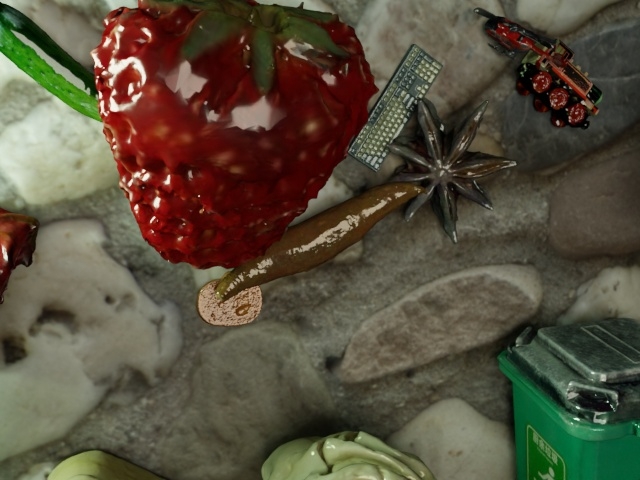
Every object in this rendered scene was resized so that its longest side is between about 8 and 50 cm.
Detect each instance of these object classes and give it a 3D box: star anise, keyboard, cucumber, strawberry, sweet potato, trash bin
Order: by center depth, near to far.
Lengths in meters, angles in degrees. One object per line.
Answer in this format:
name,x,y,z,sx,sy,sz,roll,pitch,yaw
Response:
strawberry,-0.113,-0.108,0.885,0.317,0.295,0.345,-10,123,-39
cucumber,-0.334,-0.219,0.918,0.250,0.056,0.056,40,89,-18
sweet potato,0.000,0.000,1.019,0.314,0.066,0.072,-24,137,-2
star anise,0.178,-0.106,1.042,0.180,0.061,0.205,-32,106,15
keyboard,0.103,-0.183,1.044,0.055,0.014,0.176,32,92,-19
trash bin,0.430,0.320,1.094,0.295,0.259,0.381,-5,107,-12

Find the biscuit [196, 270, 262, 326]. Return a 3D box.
biscuit,-0.125,0.080,1.036,0.091,0.015,0.078,3,97,-14

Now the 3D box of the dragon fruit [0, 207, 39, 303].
dragon fruit,-0.435,0.095,0.844,0.302,0.330,0.240,-36,127,-7

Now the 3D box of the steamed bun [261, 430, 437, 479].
steamed bun,0.074,0.371,0.990,0.203,0.289,0.276,-38,102,-8

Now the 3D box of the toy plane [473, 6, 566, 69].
toy plane,0.274,-0.273,1.024,0.145,0.060,0.037,39,86,22

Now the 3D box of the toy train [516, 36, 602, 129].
toy train,0.345,-0.221,1.074,0.138,0.050,0.087,37,87,-16

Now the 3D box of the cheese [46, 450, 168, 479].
cheese,-0.202,0.476,1.040,0.383,0.104,0.384,-2,100,-11
